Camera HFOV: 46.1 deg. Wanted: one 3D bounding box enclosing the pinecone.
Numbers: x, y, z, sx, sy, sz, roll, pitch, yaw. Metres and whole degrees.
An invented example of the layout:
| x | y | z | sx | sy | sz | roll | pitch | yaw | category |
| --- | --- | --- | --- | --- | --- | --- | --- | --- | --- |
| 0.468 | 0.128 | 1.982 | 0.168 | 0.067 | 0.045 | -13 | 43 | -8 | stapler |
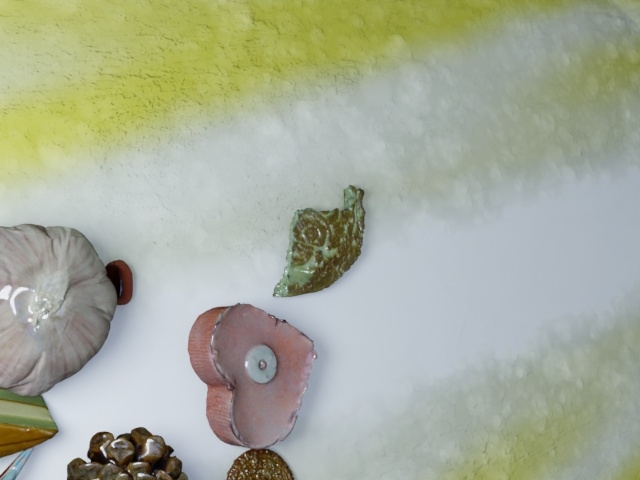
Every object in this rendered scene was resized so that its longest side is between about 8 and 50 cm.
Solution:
| x | y | z | sx | sy | sz | roll | pitch | yaw | category |
| --- | --- | --- | --- | --- | --- | --- | --- | --- | --- |
| -0.369 | 0.449 | 1.417 | 0.202 | 0.229 | 0.201 | 52 | 13 | 2 | pinecone |

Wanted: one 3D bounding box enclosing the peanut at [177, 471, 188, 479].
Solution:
| x | y | z | sx | sy | sz | roll | pitch | yaw | category |
| --- | --- | --- | --- | --- | --- | --- | --- | --- | --- |
| -0.293 | 0.562 | 1.511 | 0.082 | 0.082 | 0.187 | 15 | 71 | -29 | peanut |

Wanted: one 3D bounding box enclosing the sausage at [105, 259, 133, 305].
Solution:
| x | y | z | sx | sy | sz | roll | pitch | yaw | category |
| --- | --- | --- | --- | --- | --- | --- | --- | --- | --- |
| -0.416 | 0.087 | 1.550 | 0.054 | 0.059 | 0.094 | 21 | 61 | -75 | sausage |

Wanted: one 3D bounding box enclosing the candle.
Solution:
| x | y | z | sx | sy | sz | roll | pitch | yaw | category |
| --- | --- | --- | --- | --- | --- | --- | --- | --- | --- |
| -0.145 | 0.273 | 1.646 | 0.287 | 0.131 | 0.317 | -26 | 104 | -40 | candle |

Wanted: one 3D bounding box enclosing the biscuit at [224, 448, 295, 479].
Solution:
| x | y | z | sx | sy | sz | roll | pitch | yaw | category |
| --- | --- | --- | --- | --- | --- | --- | --- | --- | --- |
| -0.136 | 0.514 | 1.625 | 0.206 | 0.025 | 0.126 | -10 | 79 | -51 | biscuit |

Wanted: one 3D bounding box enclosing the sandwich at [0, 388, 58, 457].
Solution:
| x | y | z | sx | sy | sz | roll | pitch | yaw | category |
| --- | --- | --- | --- | --- | --- | --- | --- | --- | --- |
| -0.600 | 0.353 | 1.361 | 0.144 | 0.117 | 0.187 | -51 | 143 | 9 | sandwich |

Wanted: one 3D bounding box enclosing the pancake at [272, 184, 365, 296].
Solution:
| x | y | z | sx | sy | sz | roll | pitch | yaw | category |
| --- | --- | --- | --- | --- | --- | --- | --- | --- | --- |
| -0.002 | 0.002 | 1.837 | 0.197 | 0.054 | 0.376 | 52 | 56 | -14 | pancake |

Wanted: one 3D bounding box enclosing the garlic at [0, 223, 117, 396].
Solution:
| x | y | z | sx | sy | sz | roll | pitch | yaw | category |
| --- | --- | --- | --- | --- | --- | --- | --- | --- | --- |
| -0.512 | 0.120 | 1.362 | 0.317 | 0.259 | 0.318 | 8 | 73 | -27 | garlic |

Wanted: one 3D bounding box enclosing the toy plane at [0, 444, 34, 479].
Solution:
| x | y | z | sx | sy | sz | roll | pitch | yaw | category |
| --- | --- | --- | --- | --- | --- | --- | --- | --- | --- |
| -0.615 | 0.496 | 1.311 | 0.223 | 0.104 | 0.326 | 44 | 56 | -18 | toy plane |
